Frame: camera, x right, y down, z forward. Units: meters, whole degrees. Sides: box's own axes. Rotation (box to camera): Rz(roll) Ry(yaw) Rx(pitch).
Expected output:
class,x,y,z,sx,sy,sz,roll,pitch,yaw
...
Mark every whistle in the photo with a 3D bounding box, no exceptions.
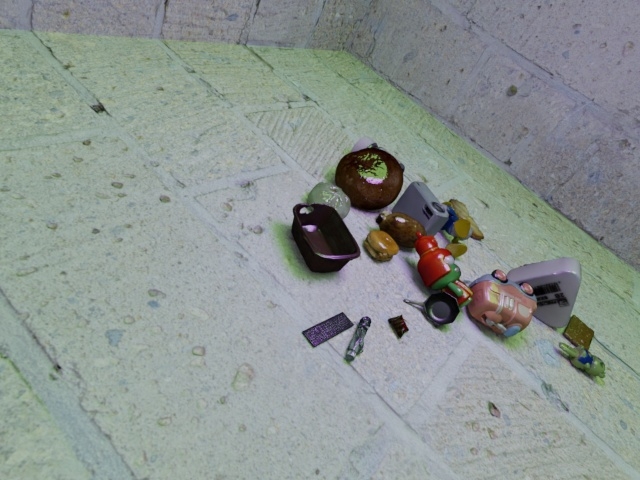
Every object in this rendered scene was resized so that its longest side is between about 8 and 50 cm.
class,x,y,z,sx,sy,sz,roll,pitch,yaw
whistle,1.150,0.516,1.888,0.228,0.085,0.105,34,28,4

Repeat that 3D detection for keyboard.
class,x,y,z,sx,sy,sz,roll,pitch,yaw
keyboard,0.030,0.291,1.422,0.202,0.011,0.067,-16,56,-45

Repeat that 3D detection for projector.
class,x,y,z,sx,sy,sz,roll,pitch,yaw
projector,0.479,-0.132,2.070,0.108,0.198,0.250,2,45,-33

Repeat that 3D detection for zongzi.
class,x,y,z,sx,sy,sz,roll,pitch,yaw
zongzi,0.296,0.314,1.563,0.074,0.067,0.083,7,60,-46

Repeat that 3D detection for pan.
class,x,y,z,sx,sy,sz,roll,pitch,yaw
pan,0.445,0.251,1.703,0.202,0.048,0.128,34,75,18

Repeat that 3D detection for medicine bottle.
class,x,y,z,sx,sy,sz,roll,pitch,yaw
medicine bottle,0.302,-0.417,2.302,0.273,0.165,0.165,44,38,17

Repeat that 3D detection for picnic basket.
class,x,y,z,sx,sy,sz,roll,pitch,yaw
picnic basket,0.000,0.000,1.639,0.223,0.129,0.296,-1,46,-34

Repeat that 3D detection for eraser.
class,x,y,z,sx,sy,sz,roll,pitch,yaw
eraser,1.073,0.211,2.002,0.331,0.331,0.150,37,37,8

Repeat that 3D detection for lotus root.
class,x,y,z,sx,sy,sz,roll,pitch,yaw
lotus root,0.358,-0.053,1.933,0.260,0.145,0.128,24,49,-17

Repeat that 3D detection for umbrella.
class,x,y,z,sx,sy,sz,roll,pitch,yaw
umbrella,0.131,0.323,1.426,0.050,0.046,0.188,17,35,14

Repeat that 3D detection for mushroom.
class,x,y,z,sx,sy,sz,roll,pitch,yaw
mushroom,0.237,-0.301,2.075,0.346,0.239,0.344,-4,67,11

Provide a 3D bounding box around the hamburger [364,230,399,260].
class,x,y,z,sx,sy,sz,roll,pitch,yaw
hamburger,0.258,0.021,1.836,0.138,0.083,0.147,-1,44,-36

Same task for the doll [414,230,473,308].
class,x,y,z,sx,sy,sz,roll,pitch,yaw
doll,0.493,0.121,1.800,0.362,0.160,0.183,65,12,13

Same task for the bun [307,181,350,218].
class,x,y,z,sx,sy,sz,roll,pitch,yaw
bun,0.045,-0.176,1.887,0.196,0.118,0.195,22,36,-17

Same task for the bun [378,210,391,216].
class,x,y,z,sx,sy,sz,roll,pitch,yaw
bun,0.305,-0.098,2.031,0.086,0.055,0.086,21,49,-26

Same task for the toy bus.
class,x,y,z,sx,sy,sz,roll,pitch,yaw
toy bus,0.758,0.277,1.810,0.288,0.194,0.232,28,45,-6

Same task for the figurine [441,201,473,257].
class,x,y,z,sx,sy,sz,roll,pitch,yaw
figurine,0.639,-0.090,2.207,0.284,0.204,0.338,29,24,8

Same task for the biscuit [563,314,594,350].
class,x,y,z,sx,sy,sz,roll,pitch,yaw
biscuit,1.252,0.450,2.086,0.131,0.025,0.231,46,39,20

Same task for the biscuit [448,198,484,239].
class,x,y,z,sx,sy,sz,roll,pitch,yaw
biscuit,0.803,-0.125,2.418,0.154,0.045,0.299,12,41,-25
